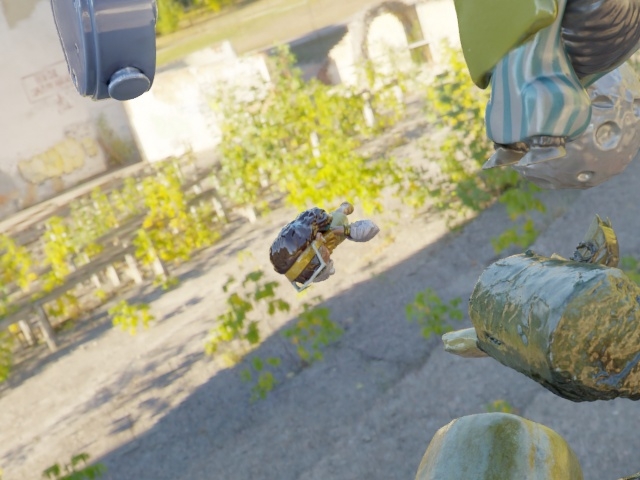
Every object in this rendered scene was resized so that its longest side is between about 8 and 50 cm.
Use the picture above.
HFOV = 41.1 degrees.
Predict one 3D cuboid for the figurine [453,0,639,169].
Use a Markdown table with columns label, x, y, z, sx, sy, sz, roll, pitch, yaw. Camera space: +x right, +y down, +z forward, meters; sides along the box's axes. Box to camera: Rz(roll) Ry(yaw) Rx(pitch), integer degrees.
| label | x | y | z | sx | sy | sz | roll | pitch | yaw |
| --- | --- | --- | --- | --- | --- | --- | --- | --- | --- |
| figurine | 0.425 | -0.303 | 1.296 | 0.378 | 0.361 | 0.266 | -6 | 4 | -16 |

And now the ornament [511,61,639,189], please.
| label | x | y | z | sx | sy | sz | roll | pitch | yaw |
| --- | --- | --- | --- | --- | --- | --- | --- | --- | --- |
| ornament | 0.551 | -0.279 | 1.899 | 0.337 | 0.337 | 0.337 | -17 | 18 | 6 |

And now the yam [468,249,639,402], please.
| label | x | y | z | sx | sy | sz | roll | pitch | yaw |
| --- | --- | --- | --- | --- | --- | --- | --- | --- | --- |
| yam | 0.357 | 0.122 | 1.249 | 0.195 | 0.195 | 0.300 | -22 | 10 | -10 |

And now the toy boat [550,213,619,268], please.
| label | x | y | z | sx | sy | sz | roll | pitch | yaw |
| --- | --- | --- | --- | --- | --- | --- | --- | --- | --- |
| toy boat | 0.669 | 0.133 | 2.342 | 0.136 | 0.445 | 0.162 | 13 | 23 | -45 |

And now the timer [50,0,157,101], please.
| label | x | y | z | sx | sy | sz | roll | pitch | yaw |
| --- | --- | --- | --- | --- | --- | --- | --- | --- | --- |
| timer | -0.410 | -0.444 | 1.665 | 0.173 | 0.394 | 0.395 | -13 | 15 | -22 |

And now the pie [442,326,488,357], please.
| label | x | y | z | sx | sy | sz | roll | pitch | yaw |
| --- | --- | --- | --- | --- | --- | --- | --- | --- | --- |
| pie | 0.326 | 0.177 | 1.519 | 0.185 | 0.052 | 0.218 | -9 | -13 | 26 |

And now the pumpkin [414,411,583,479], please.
| label | x | y | z | sx | sy | sz | roll | pitch | yaw |
| --- | --- | --- | --- | --- | --- | --- | --- | --- | --- |
| pumpkin | 0.336 | 0.465 | 1.566 | 0.332 | 0.332 | 0.199 | -6 | 38 | 34 |

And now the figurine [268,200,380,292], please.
| label | x | y | z | sx | sy | sz | roll | pitch | yaw |
| --- | --- | --- | --- | --- | --- | --- | --- | --- | --- |
| figurine | -0.001 | 0.000 | 1.517 | 0.175 | 0.115 | 0.240 | -44 | -9 | 34 |

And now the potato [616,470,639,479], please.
| label | x | y | z | sx | sy | sz | roll | pitch | yaw |
| --- | --- | --- | --- | --- | --- | --- | --- | --- | --- |
| potato | 0.554 | 0.470 | 1.257 | 0.243 | 0.285 | 0.242 | -26 | 51 | 37 |
